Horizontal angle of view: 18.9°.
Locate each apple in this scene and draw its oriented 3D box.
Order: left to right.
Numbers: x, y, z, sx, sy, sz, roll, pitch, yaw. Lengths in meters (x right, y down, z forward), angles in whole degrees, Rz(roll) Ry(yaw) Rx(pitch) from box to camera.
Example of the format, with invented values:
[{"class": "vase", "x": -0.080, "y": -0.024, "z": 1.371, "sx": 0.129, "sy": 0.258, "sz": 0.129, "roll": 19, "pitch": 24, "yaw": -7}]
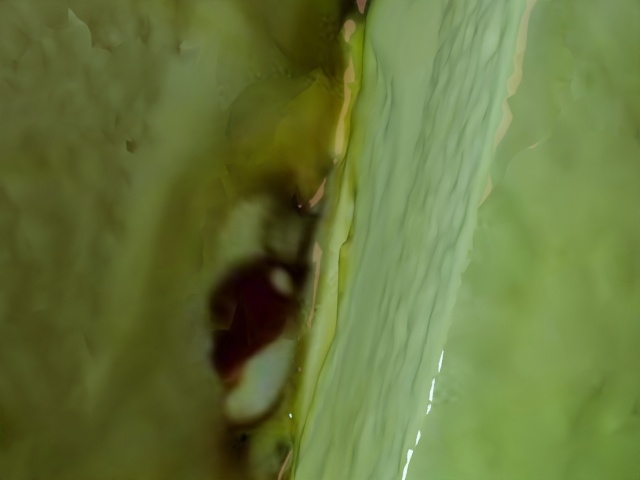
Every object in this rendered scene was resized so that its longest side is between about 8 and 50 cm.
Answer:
[{"class": "apple", "x": 0.000, "y": 0.000, "z": 0.470, "sx": 0.292, "sy": 0.292, "sz": 0.254, "roll": 7, "pitch": 76, "yaw": 12}]
